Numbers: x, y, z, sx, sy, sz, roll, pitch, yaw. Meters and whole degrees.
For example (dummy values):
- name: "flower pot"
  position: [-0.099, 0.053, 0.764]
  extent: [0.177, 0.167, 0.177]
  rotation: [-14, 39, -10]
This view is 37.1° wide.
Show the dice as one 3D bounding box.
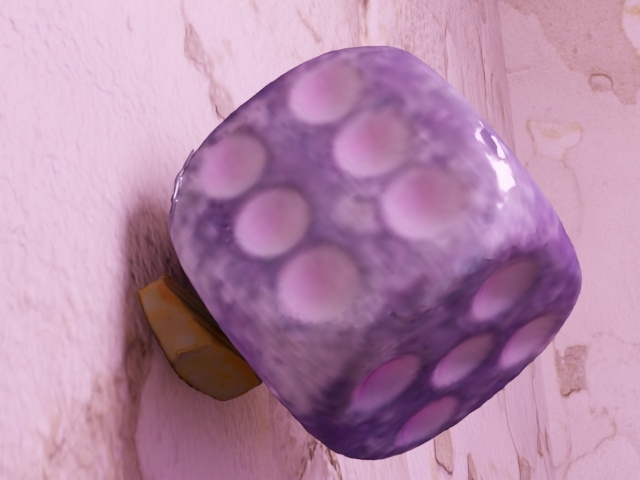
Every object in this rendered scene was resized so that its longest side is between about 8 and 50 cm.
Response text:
- name: "dice"
  position: [0.048, 0.012, 0.858]
  extent: [0.270, 0.270, 0.271]
  rotation: [52, 1, 33]

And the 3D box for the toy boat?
- name: "toy boat"
  position: [-0.103, 0.091, 0.847]
  extent: [0.172, 0.065, 0.066]
  rotation: [52, 11, -47]
